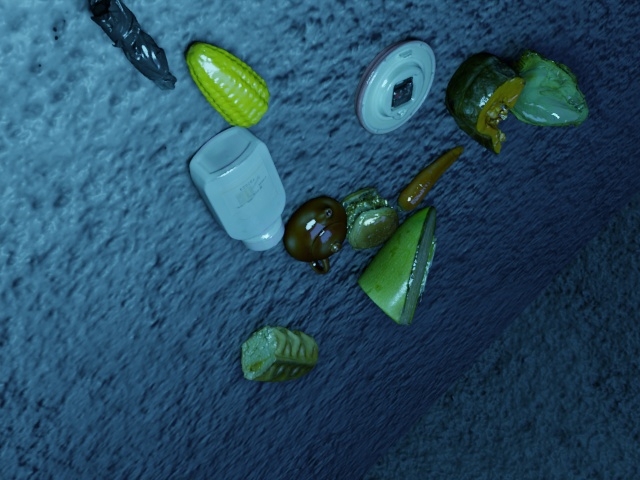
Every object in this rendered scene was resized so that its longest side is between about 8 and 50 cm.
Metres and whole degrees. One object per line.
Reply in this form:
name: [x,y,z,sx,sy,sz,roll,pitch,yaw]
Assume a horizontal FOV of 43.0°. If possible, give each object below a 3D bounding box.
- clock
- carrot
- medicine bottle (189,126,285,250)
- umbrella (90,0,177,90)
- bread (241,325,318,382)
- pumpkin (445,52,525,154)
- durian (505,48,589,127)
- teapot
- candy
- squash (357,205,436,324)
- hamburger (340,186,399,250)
clock: [0.179,-0.357,1.903,0.244,0.056,0.244,-32,146,-25]
carrot: [0.308,-0.181,2.264,0.271,0.062,0.066,-48,117,-9]
medicine bottle: [-0.160,-0.098,1.714,0.161,0.111,0.296,-40,146,-11]
umbrella: [-0.299,-0.321,1.341,0.235,0.059,0.066,48,42,-62]
bread: [-0.103,0.313,2.223,0.152,0.130,0.268,-59,149,8]
pumpkin: [0.445,-0.369,2.147,0.190,0.139,0.280,-51,151,5]
durian: [0.615,-0.412,2.254,0.163,0.198,0.394,-47,147,0]
teapot: [0.000,0.000,2.000,0.178,0.135,0.252,-28,143,-24]
candy: [-0.176,-0.294,1.494,0.106,0.094,0.199,-45,144,4]
squash: [0.276,0.064,2.349,0.309,0.210,0.234,-47,161,6]
hamburger: [0.120,-0.041,2.108,0.159,0.131,0.184,-26,146,-28]
